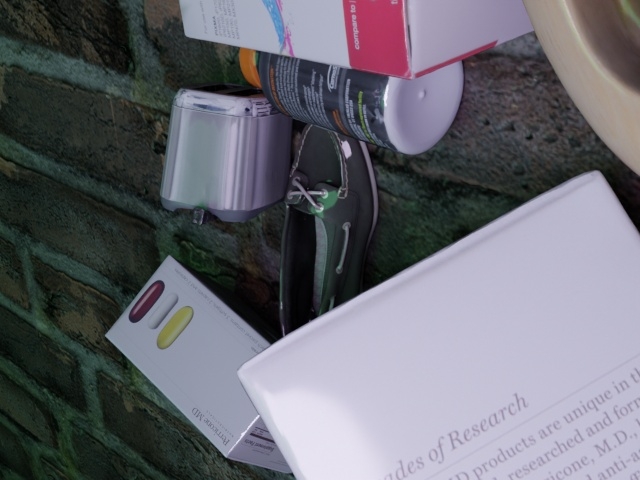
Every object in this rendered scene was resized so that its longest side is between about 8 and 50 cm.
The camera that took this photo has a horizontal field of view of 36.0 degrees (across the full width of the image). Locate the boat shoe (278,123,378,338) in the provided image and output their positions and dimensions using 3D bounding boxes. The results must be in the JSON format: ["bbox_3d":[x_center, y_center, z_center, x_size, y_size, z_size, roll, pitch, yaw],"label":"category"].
[{"bbox_3d":[0.000,0.000,1.227,0.112,0.095,0.335,26,129,38],"label":"boat shoe"}]

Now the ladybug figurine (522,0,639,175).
[{"bbox_3d":[0.292,-0.226,0.707,0.305,0.162,0.449,-8,105,51],"label":"ladybug figurine"}]

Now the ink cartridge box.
[{"bbox_3d":[0.038,-0.259,0.929,0.306,0.226,0.131,21,128,39],"label":"ink cartridge box"}]

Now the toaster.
[{"bbox_3d":[-0.112,-0.111,1.191,0.129,0.227,0.146,10,105,16],"label":"toaster"}]

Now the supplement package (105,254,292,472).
[{"bbox_3d":[-0.124,0.173,1.353,0.262,0.145,0.204,37,179,29],"label":"supplement package"}]

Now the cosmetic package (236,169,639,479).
[{"bbox_3d":[0.166,0.203,0.879,0.393,0.327,0.329,60,175,5],"label":"cosmetic package"}]

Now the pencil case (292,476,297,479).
[{"bbox_3d":[0.052,0.295,1.325,0.273,0.124,0.113,121,143,-46],"label":"pencil case"}]

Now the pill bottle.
[{"bbox_3d":[0.022,-0.183,1.068,0.246,0.130,0.130,23,127,39],"label":"pill bottle"}]
